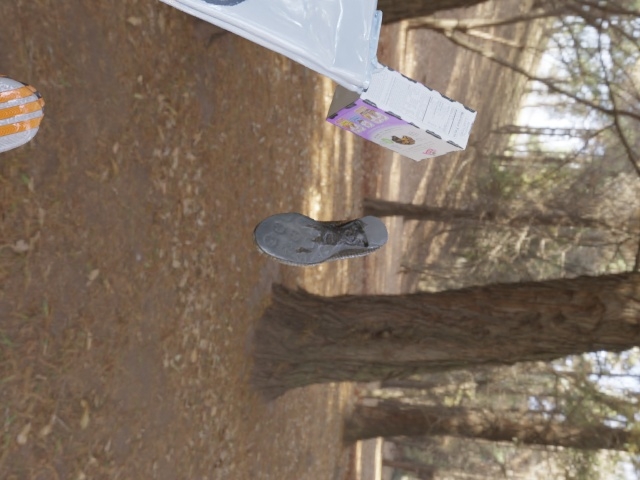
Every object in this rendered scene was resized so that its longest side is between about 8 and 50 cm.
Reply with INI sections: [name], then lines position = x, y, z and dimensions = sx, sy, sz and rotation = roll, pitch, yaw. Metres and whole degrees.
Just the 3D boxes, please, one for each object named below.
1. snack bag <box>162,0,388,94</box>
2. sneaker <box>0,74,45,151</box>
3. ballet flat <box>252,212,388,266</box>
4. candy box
[snack bag]
position = -0.082, -0.305, 0.416
dimensions = 0.037, 0.342, 0.323
rotation = -17, -119, 59
[sneaker]
position = -0.546, -0.153, 0.804
dimensions = 0.180, 0.321, 0.124
rotation = -143, -136, -60
[ballet flat]
position = 0.000, 0.000, 0.885
dimensions = 0.250, 0.058, 0.084
rotation = -6, 72, -40
[candy box]
position = 0.130, -0.208, 0.981
dimensions = 0.165, 0.196, 0.070
rotation = 1, -109, 71
